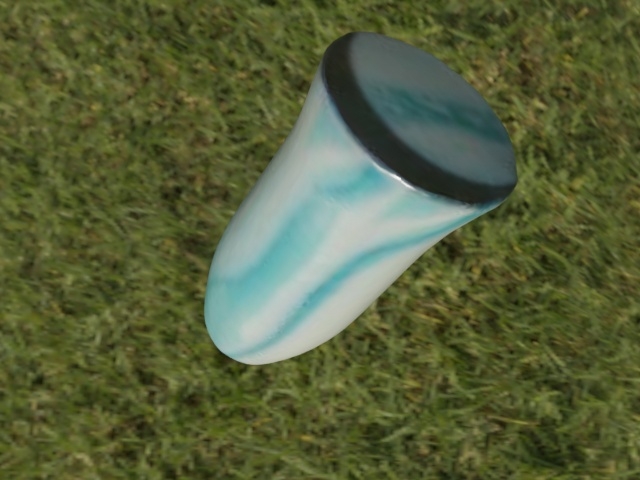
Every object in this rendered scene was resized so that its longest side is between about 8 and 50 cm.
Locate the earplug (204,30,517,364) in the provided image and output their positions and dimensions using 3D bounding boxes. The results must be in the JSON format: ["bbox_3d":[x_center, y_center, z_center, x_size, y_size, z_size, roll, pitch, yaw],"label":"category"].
[{"bbox_3d":[0.000,0.000,1.091,0.324,0.185,0.185,-51,60,37],"label":"earplug"}]
